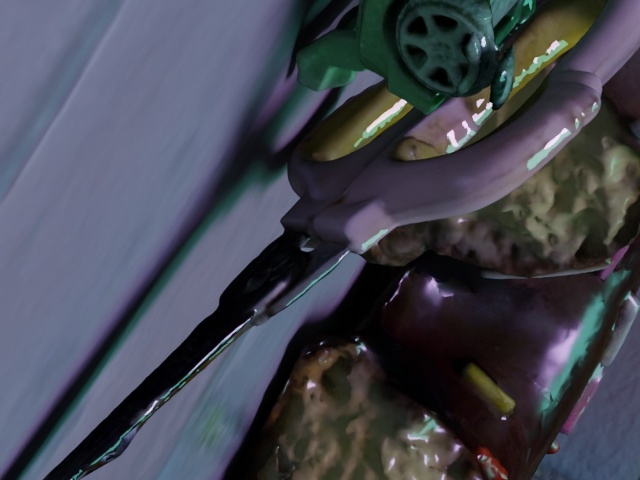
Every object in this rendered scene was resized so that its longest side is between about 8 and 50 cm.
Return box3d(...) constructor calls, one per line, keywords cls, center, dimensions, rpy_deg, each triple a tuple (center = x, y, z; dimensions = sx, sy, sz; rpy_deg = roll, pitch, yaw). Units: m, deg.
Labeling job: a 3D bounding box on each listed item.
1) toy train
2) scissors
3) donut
box3d(cls="toy train", center=(0.047, -0.105, 0.588), dimensions=(0.099, 0.081, 0.149), rpy_deg=(-50, 159, -39))
box3d(cls="scissors", center=(0.000, 0.000, 0.621), dimensions=(0.317, 0.024, 0.160), rpy_deg=(-43, -160, -18))
box3d(cls="donut", center=(0.089, 0.014, 0.910), dimensions=(0.259, 0.136, 0.345), rpy_deg=(-31, 150, -62))
